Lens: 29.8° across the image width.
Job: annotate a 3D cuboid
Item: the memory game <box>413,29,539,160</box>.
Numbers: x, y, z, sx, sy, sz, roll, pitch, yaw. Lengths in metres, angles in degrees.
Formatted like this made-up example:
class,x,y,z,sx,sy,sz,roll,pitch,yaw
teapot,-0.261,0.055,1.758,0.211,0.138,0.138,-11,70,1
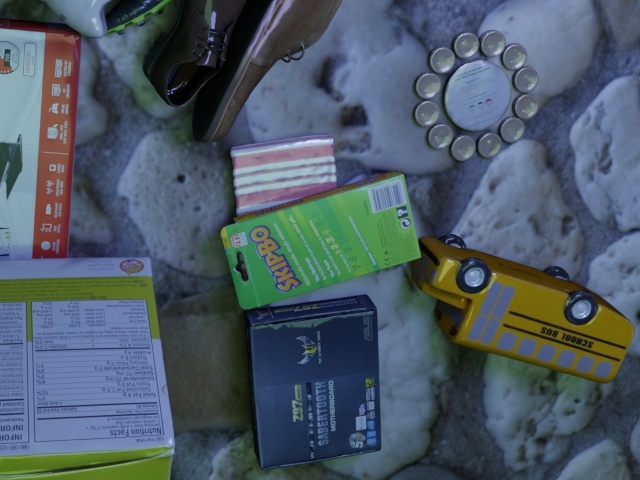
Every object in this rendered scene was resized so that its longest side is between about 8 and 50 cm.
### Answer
class,x,y,z,sx,sy,sz,roll,pitch,yaw
memory game,0.215,-0.199,1.652,0.186,0.012,0.186,-5,110,-13

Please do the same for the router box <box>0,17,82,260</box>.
class,x,y,z,sx,sy,sz,roll,pitch,yaw
router box,-0.455,-0.106,1.471,0.301,0.082,0.336,2,108,-15

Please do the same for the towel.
class,x,y,z,sx,sy,sz,roll,pitch,yaw
towel,-0.046,-0.043,1.633,0.144,0.029,0.197,-8,108,-12

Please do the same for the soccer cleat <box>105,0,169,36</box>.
class,x,y,z,sx,sy,sz,roll,pitch,yaw
soccer cleat,-0.207,-0.318,1.481,0.179,0.060,0.072,-35,101,-5

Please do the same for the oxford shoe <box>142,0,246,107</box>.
class,x,y,z,sx,sy,sz,roll,pitch,yaw
oxford shoe,-0.132,-0.256,1.462,0.082,0.096,0.227,8,127,-36

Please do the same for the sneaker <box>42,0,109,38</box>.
class,x,y,z,sx,sy,sz,roll,pitch,yaw
sneaker,-0.211,-0.363,1.418,0.297,0.111,0.129,-43,102,4

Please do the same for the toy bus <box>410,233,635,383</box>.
class,x,y,z,sx,sy,sz,roll,pitch,yaw
toy bus,0.283,0.097,1.724,0.332,0.108,0.130,16,106,-20

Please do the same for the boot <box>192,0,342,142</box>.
class,x,y,z,sx,sy,sz,roll,pitch,yaw
boot,-0.060,-0.248,1.519,0.115,0.112,0.305,24,99,-32

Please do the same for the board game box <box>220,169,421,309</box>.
class,x,y,z,sx,sy,sz,roll,pitch,yaw
board game box,0.000,0.000,1.622,0.259,0.039,0.124,-17,109,-11

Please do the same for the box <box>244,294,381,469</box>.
class,x,y,z,sx,sy,sz,roll,pitch,yaw
box,-0.009,0.202,1.709,0.183,0.059,0.233,-6,110,-11

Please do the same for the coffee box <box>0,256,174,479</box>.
class,x,y,z,sx,sy,sz,roll,pitch,yaw
coffee box,-0.366,0.251,1.438,0.338,0.334,0.338,-1,128,-15
